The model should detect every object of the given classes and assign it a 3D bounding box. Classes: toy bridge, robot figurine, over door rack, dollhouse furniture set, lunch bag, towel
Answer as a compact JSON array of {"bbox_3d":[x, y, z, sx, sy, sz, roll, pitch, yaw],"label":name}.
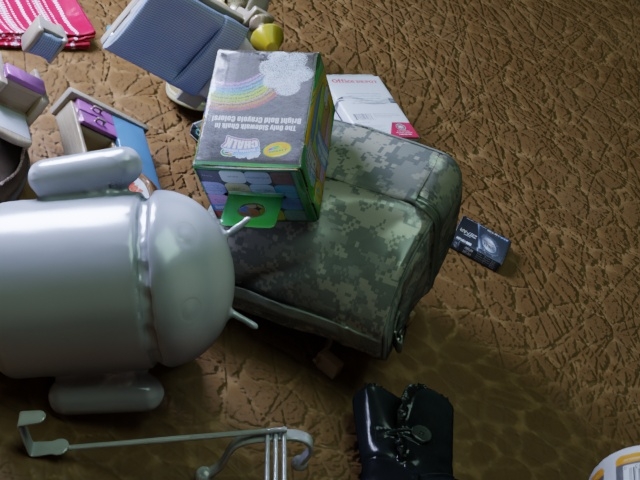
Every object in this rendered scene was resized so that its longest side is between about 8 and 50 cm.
[{"bbox_3d":[0.048,0.120,1.862,0.063,0.026,0.188,38,40,20],"label":"toy bridge"},{"bbox_3d":[-0.250,0.047,1.587,0.354,0.299,0.200,-4,9,1],"label":"robot figurine"},{"bbox_3d":[-0.169,0.302,1.482,0.324,0.108,0.239,4,41,-4],"label":"over door rack"},{"bbox_3d":[-0.224,-0.198,1.802,0.286,0.303,0.198,25,30,-40],"label":"dollhouse furniture set"},{"bbox_3d":[0.000,0.000,1.807,0.305,0.212,0.256,20,54,12],"label":"lunch bag"},{"bbox_3d":[-0.489,-0.356,2.112,0.275,0.031,0.199,-4,46,-32],"label":"towel"}]

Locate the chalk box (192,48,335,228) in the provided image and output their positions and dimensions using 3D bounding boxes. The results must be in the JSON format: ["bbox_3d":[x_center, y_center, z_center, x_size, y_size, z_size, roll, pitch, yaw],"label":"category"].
[{"bbox_3d":[-0.066,-0.102,1.682,0.132,0.132,0.213,4,64,12],"label":"chalk box"}]

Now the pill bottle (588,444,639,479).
[{"bbox_3d":[0.390,0.384,1.639,0.162,0.162,0.278,20,39,-7],"label":"pill bottle"}]

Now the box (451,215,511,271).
[{"bbox_3d":[0.237,0.004,2.107,0.083,0.018,0.067,29,38,4],"label":"box"}]

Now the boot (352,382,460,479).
[{"bbox_3d":[0.155,0.271,1.689,0.247,0.094,0.207,12,43,-7],"label":"boot"}]

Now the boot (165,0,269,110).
[{"bbox_3d":[-0.140,-0.324,2.127,0.095,0.203,0.262,28,36,4],"label":"boot"}]

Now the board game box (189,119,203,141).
[{"bbox_3d":[-0.089,-0.156,2.106,0.126,0.026,0.186,40,40,17],"label":"board game box"}]

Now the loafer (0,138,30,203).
[{"bbox_3d":[-0.479,-0.071,1.704,0.134,0.130,0.366,36,39,13],"label":"loafer"}]

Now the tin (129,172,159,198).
[{"bbox_3d":[-0.270,-0.005,1.726,0.106,0.040,0.189,34,82,15],"label":"tin"}]

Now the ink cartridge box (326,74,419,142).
[{"bbox_3d":[0.067,-0.186,2.197,0.109,0.063,0.150,-3,46,-32],"label":"ink cartridge box"}]
